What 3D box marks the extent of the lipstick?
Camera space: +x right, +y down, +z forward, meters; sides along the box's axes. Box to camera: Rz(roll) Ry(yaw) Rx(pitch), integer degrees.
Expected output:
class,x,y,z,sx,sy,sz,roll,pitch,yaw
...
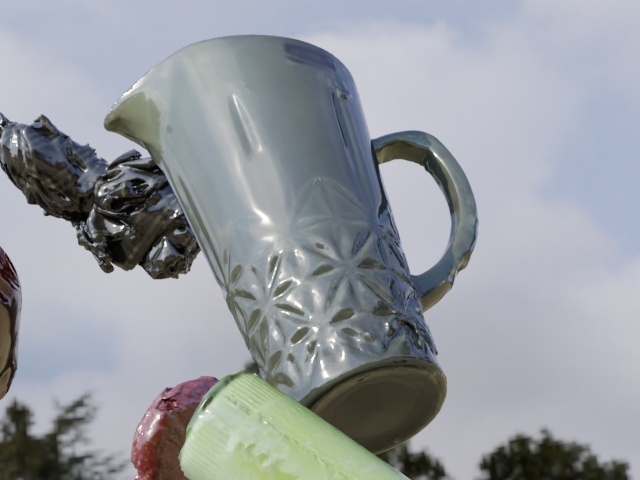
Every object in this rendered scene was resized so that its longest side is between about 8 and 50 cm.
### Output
class,x,y,z,sx,sy,sz,roll,pitch,yaw
lipstick,0.053,0.177,0.735,0.076,0.304,0.076,-45,-24,-27

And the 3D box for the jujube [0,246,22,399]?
class,x,y,z,sx,sy,sz,roll,pitch,yaw
jujube,-0.410,0.088,1.472,0.190,0.190,0.255,-6,-38,-6

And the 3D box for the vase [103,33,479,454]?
class,x,y,z,sx,sy,sz,roll,pitch,yaw
vase,0.000,0.000,0.928,0.251,0.300,0.156,-6,-43,-18

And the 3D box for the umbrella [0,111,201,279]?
class,x,y,z,sx,sy,sz,roll,pitch,yaw
umbrella,-0.284,-0.080,1.641,0.154,0.337,0.128,-52,-6,16

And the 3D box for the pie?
class,x,y,z,sx,sy,sz,roll,pitch,yaw
pie,-0.114,0.199,1.278,0.038,0.153,0.154,8,-4,45
